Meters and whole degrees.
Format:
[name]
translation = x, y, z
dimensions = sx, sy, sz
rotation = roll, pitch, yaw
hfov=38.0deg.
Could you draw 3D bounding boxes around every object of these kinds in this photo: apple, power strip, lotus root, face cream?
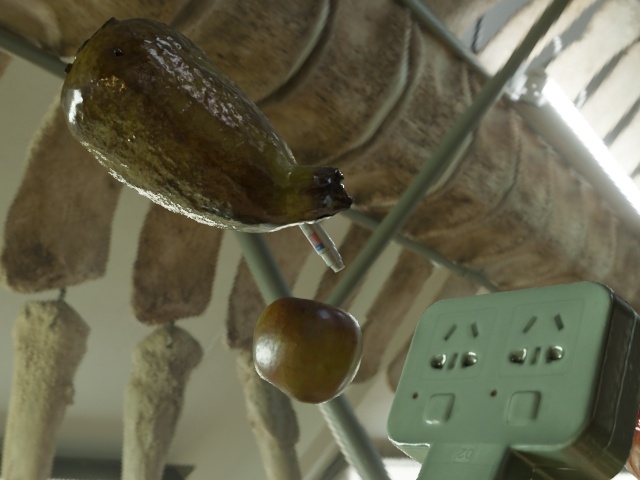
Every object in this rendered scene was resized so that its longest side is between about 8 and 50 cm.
[apple]
translation = -0.029, 0.228, 1.930
dimensions = 0.237, 0.237, 0.207
rotation = 25, -99, -57
[power strip]
translation = 0.181, 0.184, 0.859
dimensions = 0.141, 0.229, 0.261
rotation = 38, -122, -30
[lotus root]
translation = -0.072, -0.058, 0.556
dimensions = 0.094, 0.191, 0.108
rotation = -50, -15, -7
[face cream]
translation = 0.000, 0.000, 1.661
dimensions = 0.034, 0.130, 0.034
rotation = -35, 5, 3

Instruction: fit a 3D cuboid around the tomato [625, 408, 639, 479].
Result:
[tomato]
translation = 0.652, 0.310, 1.563
dimensions = 0.299, 0.226, 0.298
rotation = -39, -23, -20
